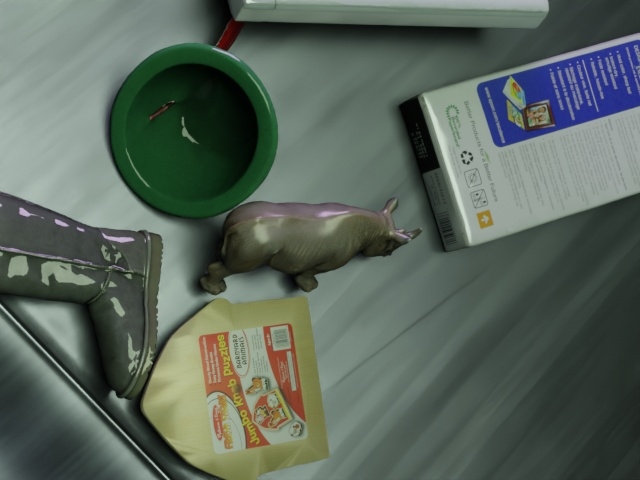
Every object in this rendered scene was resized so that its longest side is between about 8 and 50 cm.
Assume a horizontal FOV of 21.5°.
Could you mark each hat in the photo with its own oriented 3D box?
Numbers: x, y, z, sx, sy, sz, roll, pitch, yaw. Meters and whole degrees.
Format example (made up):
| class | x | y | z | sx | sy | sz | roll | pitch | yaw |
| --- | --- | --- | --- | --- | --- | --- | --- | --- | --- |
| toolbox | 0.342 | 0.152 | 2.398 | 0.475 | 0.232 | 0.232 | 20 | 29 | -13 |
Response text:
| class | x | y | z | sx | sy | sz | roll | pitch | yaw |
| --- | --- | --- | --- | --- | --- | --- | --- | --- | --- |
| hat | -0.099 | -0.140 | 1.752 | 0.173 | 0.183 | 0.208 | 45 | 111 | -1 |

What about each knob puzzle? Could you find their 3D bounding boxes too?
| class | x | y | z | sx | sy | sz | roll | pitch | yaw |
| --- | --- | --- | --- | --- | --- | --- | --- | --- | --- |
| knob puzzle | -0.094 | 0.154 | 1.714 | 0.213 | 0.030 | 0.213 | 3 | 83 | -24 |

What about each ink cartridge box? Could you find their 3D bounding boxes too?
| class | x | y | z | sx | sy | sz | roll | pitch | yaw |
| --- | --- | --- | --- | --- | --- | --- | --- | --- | --- |
| ink cartridge box | 0.281 | -0.121 | 1.901 | 0.371 | 0.069 | 0.175 | -17 | 90 | -23 |

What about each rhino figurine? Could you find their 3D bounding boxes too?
| class | x | y | z | sx | sy | sz | roll | pitch | yaw |
| --- | --- | --- | --- | --- | --- | --- | --- | --- | --- |
| rhino figurine | 0.000 | 0.000 | 1.726 | 0.243 | 0.106 | 0.073 | -4 | 59 | -26 |

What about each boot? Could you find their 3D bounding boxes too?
| class | x | y | z | sx | sy | sz | roll | pitch | yaw |
| --- | --- | --- | --- | --- | --- | --- | --- | --- | --- |
| boot | -0.262 | 0.049 | 1.627 | 0.208 | 0.076 | 0.189 | 13 | 64 | -29 |

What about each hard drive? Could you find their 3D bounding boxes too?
| class | x | y | z | sx | sy | sz | roll | pitch | yaw |
| --- | --- | --- | --- | --- | --- | --- | --- | --- | --- |
| hard drive | 0.056 | -0.334 | 1.797 | 0.353 | 0.047 | 0.233 | -2 | 63 | -25 |
